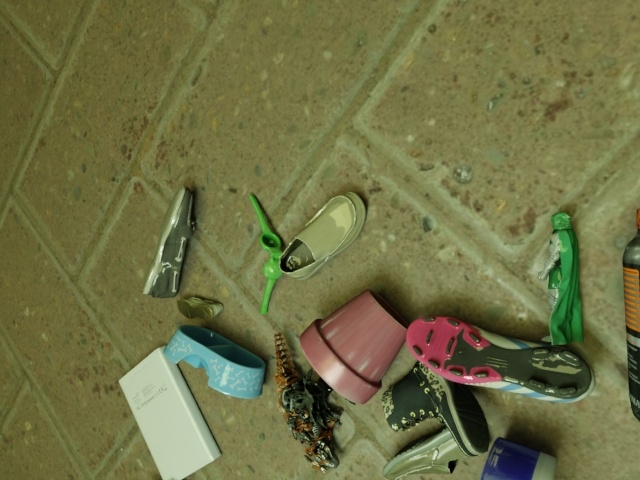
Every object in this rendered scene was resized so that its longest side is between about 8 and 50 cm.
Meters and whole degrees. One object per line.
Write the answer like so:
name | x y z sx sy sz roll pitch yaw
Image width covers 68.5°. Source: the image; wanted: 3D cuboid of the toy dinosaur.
toy dinosaur | -0.038 0.381 1.103 0.322 0.164 0.218 50 133 -6

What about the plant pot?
plant pot | 0.086 0.210 1.001 0.180 0.201 0.201 -47 70 6

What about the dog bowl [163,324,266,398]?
dog bowl | -0.267 0.305 1.218 0.297 0.166 0.074 22 92 27

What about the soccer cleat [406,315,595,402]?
soccer cleat | 0.326 0.231 0.884 0.331 0.143 0.116 11 72 32

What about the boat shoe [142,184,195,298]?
boat shoe | -0.407 0.010 1.324 0.335 0.095 0.112 -66 29 12

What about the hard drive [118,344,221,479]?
hard drive | -0.456 0.523 1.397 0.233 0.047 0.353 -38 74 26

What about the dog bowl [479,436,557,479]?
dog bowl | 0.331 0.494 0.826 0.104 0.265 0.265 14 100 31

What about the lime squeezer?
lime squeezer | -0.130 0.032 1.180 0.110 0.059 0.310 175 88 -70

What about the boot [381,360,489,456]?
boot | 0.221 0.349 0.941 0.178 0.085 0.236 -51 32 25

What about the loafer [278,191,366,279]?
loafer | 0.000 0.000 1.079 0.102 0.092 0.268 47 115 17

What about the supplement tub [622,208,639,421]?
supplement tub | 0.574 0.114 0.698 0.207 0.207 0.338 -3 93 30

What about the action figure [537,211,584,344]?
action figure | 0.430 0.064 0.841 0.063 0.137 0.232 0 85 42

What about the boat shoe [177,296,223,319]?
boat shoe | -0.341 0.187 1.318 0.153 0.048 0.056 -1 105 36

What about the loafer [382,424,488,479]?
loafer | 0.236 0.452 0.974 0.251 0.094 0.087 -41 70 25
